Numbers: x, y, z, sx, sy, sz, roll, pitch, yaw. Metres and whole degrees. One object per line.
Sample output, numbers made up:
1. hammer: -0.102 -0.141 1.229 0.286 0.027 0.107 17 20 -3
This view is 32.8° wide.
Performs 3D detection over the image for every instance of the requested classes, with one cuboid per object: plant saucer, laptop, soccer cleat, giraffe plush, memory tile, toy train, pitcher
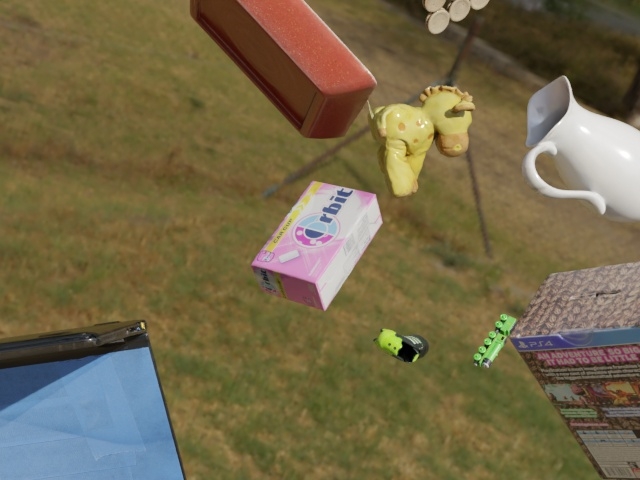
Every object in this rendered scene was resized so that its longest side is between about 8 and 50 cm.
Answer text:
1. plant saucer: -0.060 -0.221 1.195 0.259 0.048 0.258 48 -10 1
2. laptop: -0.368 0.226 1.165 0.382 0.236 0.408 -8 -2 0
3. soccer cleat: 0.171 0.216 2.130 0.072 0.060 0.179 36 10 35
4. giraffe plush: 0.175 -0.187 1.818 0.170 0.210 0.181 -16 39 0
5. memory tile: 0.202 -0.361 1.507 0.148 0.113 0.012 -31 48 -13
6. toy train: 0.217 0.126 1.348 0.024 0.017 0.083 25 61 25
7. pitcher: 0.363 -0.095 1.460 0.207 0.125 0.177 35 59 -17

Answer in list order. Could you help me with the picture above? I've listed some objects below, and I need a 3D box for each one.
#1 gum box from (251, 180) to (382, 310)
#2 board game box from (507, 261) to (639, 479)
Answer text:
1. gum box: 0.000 0.000 1.538 0.107 0.062 0.188 15 53 28
2. board game box: 0.447 0.186 1.508 0.291 0.232 0.141 55 53 -20
